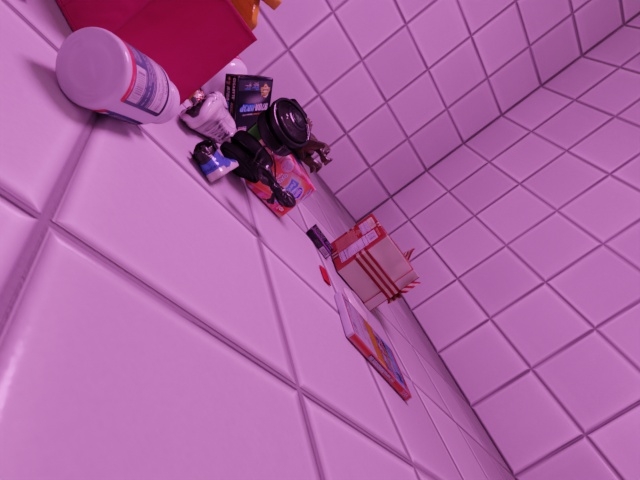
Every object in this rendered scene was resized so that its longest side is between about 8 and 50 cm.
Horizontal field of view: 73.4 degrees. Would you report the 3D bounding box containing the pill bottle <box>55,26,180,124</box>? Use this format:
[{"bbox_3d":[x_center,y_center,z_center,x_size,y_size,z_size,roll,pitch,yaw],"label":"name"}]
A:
[{"bbox_3d":[-0.293,-0.236,0.655,0.108,0.108,0.180,54,8,1],"label":"pill bottle"}]

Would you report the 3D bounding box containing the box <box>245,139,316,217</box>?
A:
[{"bbox_3d":[-0.141,-0.226,1.306,0.154,0.142,0.300,47,11,-37],"label":"box"}]

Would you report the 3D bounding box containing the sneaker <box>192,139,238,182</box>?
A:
[{"bbox_3d":[-0.230,-0.182,0.937,0.085,0.058,0.152,60,13,-14],"label":"sneaker"}]

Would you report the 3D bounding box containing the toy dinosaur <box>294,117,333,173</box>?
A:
[{"bbox_3d":[-0.046,-0.287,1.295,0.160,0.121,0.314,40,17,-17],"label":"toy dinosaur"}]

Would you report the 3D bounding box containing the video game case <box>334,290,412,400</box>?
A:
[{"bbox_3d":[0.142,0.288,1.188,0.285,0.025,0.204,50,9,-22],"label":"video game case"}]

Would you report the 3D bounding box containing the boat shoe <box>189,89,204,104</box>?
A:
[{"bbox_3d":[-0.360,-0.423,1.247,0.137,0.043,0.049,58,8,19],"label":"boat shoe"}]

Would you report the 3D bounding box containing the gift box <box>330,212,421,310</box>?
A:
[{"bbox_3d":[0.218,0.082,1.610,0.258,0.276,0.255,51,14,-25],"label":"gift box"}]

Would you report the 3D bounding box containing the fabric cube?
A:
[{"bbox_3d":[-0.337,-0.478,0.875,0.259,0.258,0.254,56,10,16],"label":"fabric cube"}]

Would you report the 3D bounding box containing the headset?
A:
[{"bbox_3d":[-0.124,-0.225,1.089,0.185,0.243,0.394,49,15,-25],"label":"headset"}]

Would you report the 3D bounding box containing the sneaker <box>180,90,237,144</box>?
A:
[{"bbox_3d":[-0.270,-0.306,1.100,0.118,0.110,0.292,60,7,-15],"label":"sneaker"}]

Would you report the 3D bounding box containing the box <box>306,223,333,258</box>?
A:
[{"bbox_3d":[0.000,0.000,1.548,0.116,0.029,0.162,54,10,-3],"label":"box"}]

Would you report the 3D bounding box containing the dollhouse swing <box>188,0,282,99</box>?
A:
[{"bbox_3d":[-0.255,-0.552,1.163,0.315,0.346,0.305,56,18,14],"label":"dollhouse swing"}]

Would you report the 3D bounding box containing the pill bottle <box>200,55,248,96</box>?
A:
[{"bbox_3d":[-0.361,-0.594,1.470,0.319,0.176,0.176,55,9,8],"label":"pill bottle"}]

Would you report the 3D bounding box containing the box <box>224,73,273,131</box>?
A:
[{"bbox_3d":[-0.232,-0.436,1.374,0.051,0.175,0.220,18,23,16],"label":"box"}]

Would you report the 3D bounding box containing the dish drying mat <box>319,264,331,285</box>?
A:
[{"bbox_3d":[0.013,0.104,1.280,0.032,0.008,0.083,48,11,-28],"label":"dish drying mat"}]

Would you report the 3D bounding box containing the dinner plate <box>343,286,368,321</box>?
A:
[{"bbox_3d":[0.122,0.208,1.428,0.141,0.017,0.141,53,7,-10],"label":"dinner plate"}]
